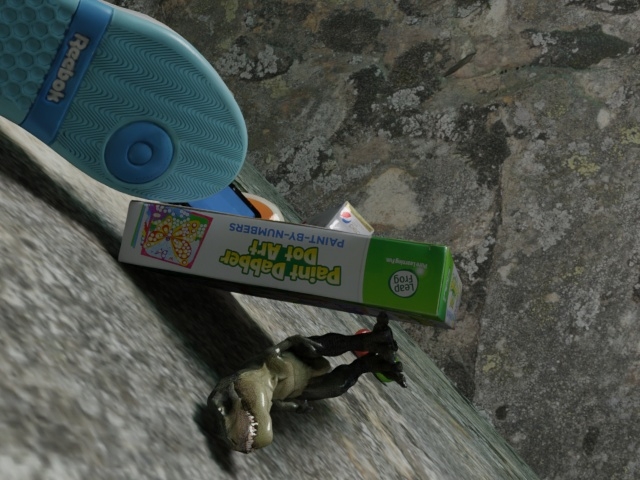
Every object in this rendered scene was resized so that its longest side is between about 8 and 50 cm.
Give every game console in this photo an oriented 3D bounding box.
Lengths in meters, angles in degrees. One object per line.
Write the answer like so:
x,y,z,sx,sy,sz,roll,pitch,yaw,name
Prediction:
-0.116,-0.024,0.838,0.122,0.071,0.107,48,1,-33,game console

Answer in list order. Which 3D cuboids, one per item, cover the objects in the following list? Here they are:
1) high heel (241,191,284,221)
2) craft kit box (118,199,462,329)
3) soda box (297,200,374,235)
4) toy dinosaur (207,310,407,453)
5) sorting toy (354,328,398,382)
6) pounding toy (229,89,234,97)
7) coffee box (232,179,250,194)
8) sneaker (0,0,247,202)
-0.077,0.011,1.194,0.244,0.082,0.117,31,-29,-8,high heel
-0.005,0.029,0.617,0.247,0.060,0.250,6,-8,15,craft kit box
0.000,0.000,1.239,0.074,0.069,0.216,45,-27,-13,soda box
0.000,0.094,0.524,0.268,0.118,0.064,26,52,-81,toy dinosaur
0.088,0.188,1.159,0.102,0.061,0.042,53,-32,-9,sorting toy
-0.296,-0.316,1.487,0.155,0.154,0.269,43,4,-43,pounding toy
-0.165,-0.086,1.302,0.113,0.040,0.184,47,3,22,coffee box
-0.208,-0.156,0.541,0.319,0.127,0.208,31,11,-36,sneaker
